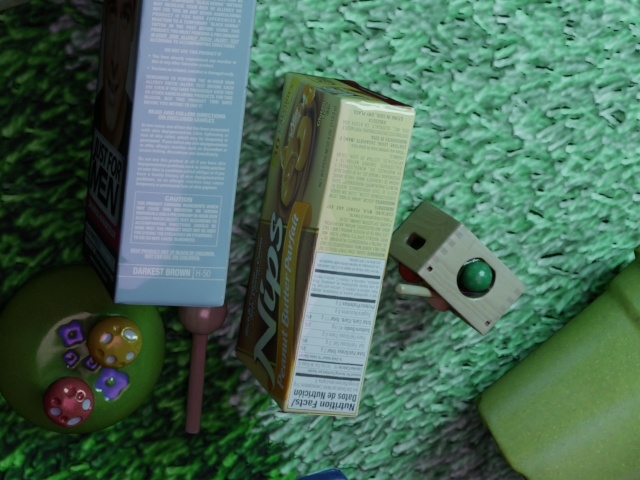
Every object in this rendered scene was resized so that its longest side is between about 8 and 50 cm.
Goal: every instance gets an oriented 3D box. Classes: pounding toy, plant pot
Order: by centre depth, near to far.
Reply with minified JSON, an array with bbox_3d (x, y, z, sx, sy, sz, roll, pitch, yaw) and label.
[{"bbox_3d":[-0.210,0.126,1.711,0.237,0.110,0.183,5,103,-20],"label":"pounding toy"},{"bbox_3d":[0.131,0.037,1.786,0.130,0.141,0.100,43,88,-23],"label":"pounding toy"},{"bbox_3d":[0.319,0.186,1.845,0.254,0.276,0.276,-33,112,4],"label":"plant pot"}]

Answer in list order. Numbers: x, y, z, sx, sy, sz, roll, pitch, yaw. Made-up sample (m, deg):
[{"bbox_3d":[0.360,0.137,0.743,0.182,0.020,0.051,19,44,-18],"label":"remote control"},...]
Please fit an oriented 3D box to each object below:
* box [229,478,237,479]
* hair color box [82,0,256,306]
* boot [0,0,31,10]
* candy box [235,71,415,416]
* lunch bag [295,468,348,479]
[{"bbox_3d":[-0.108,0.389,1.853,0.191,0.045,0.184,-41,115,-6],"label":"box"},{"bbox_3d":[-0.147,-0.141,1.620,0.113,0.185,0.374,3,103,-19],"label":"hair color box"},{"bbox_3d":[-0.303,-0.281,1.394,0.106,0.082,0.219,-39,115,-10],"label":"boot"},{"bbox_3d":[0.000,0.000,1.709,0.087,0.183,0.316,6,102,-19],"label":"candy box"},{"bbox_3d":[0.012,0.309,1.860,0.067,0.065,0.098,-17,108,-14],"label":"lunch bag"}]
